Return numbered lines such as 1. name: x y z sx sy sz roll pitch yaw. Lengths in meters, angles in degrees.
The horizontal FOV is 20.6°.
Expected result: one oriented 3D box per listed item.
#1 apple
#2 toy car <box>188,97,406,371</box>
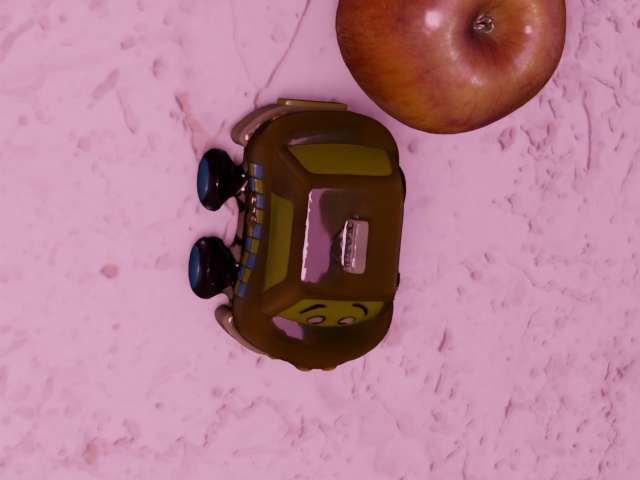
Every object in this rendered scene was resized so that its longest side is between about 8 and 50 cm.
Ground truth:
1. apple: 0.121 -0.203 1.639 0.211 0.188 0.211 -4 103 -18
2. toy car: 0.000 0.000 1.622 0.204 0.198 0.248 3 98 -19
